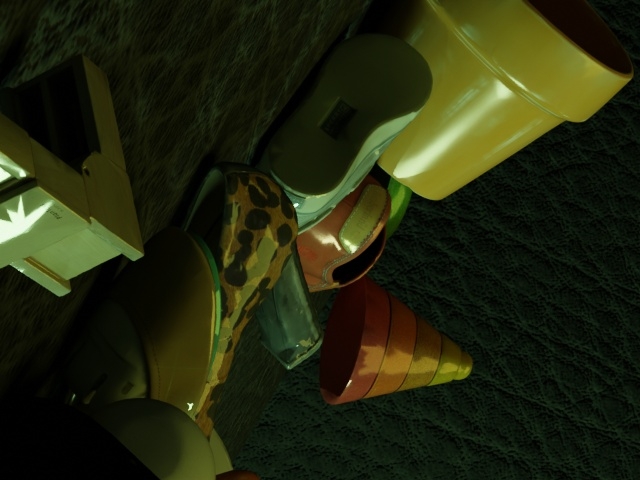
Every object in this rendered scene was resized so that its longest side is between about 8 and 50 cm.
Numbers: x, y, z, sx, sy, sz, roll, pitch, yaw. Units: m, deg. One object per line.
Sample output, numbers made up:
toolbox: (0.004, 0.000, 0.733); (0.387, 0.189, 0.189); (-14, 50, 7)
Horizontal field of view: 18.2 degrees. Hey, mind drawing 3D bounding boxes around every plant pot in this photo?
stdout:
plant pot: (0.119, -0.141, 1.636); (0.188, 0.205, 0.205); (-46, -179, 19)

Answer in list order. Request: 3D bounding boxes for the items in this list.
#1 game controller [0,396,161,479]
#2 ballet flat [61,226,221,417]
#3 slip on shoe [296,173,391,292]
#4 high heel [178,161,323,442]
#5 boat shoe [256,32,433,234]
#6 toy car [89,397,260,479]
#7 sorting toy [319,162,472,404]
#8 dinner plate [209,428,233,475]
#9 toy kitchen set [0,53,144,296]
game controller: (-0.151, 0.215, 0.816); (0.067, 0.166, 0.319); (-17, -150, 46)
ballet flat: (-0.111, 0.089, 1.091); (0.073, 0.080, 0.232); (-18, 144, -33)
slip on shoe: (0.000, 0.000, 1.684); (0.123, 0.101, 0.331); (-62, 178, -13)
high heel: (-0.110, 0.073, 1.208); (0.261, 0.093, 0.186); (-43, 144, -21)
boat shoe: (0.006, -0.076, 1.464); (0.081, 0.079, 0.227); (-52, 178, 42)
toy car: (-0.090, 0.181, 1.004); (0.182, 0.136, 0.159); (-59, 176, -29)
sorting toy: (0.095, -0.018, 1.791); (0.127, 0.126, 0.366); (141, -38, -68)
dinner plate: (-0.108, 0.172, 1.327); (0.017, 0.141, 0.141); (-14, -144, 48)
toy kitchen set: (-0.110, -0.026, 0.618); (0.068, 0.075, 0.083); (-25, 148, 17)
